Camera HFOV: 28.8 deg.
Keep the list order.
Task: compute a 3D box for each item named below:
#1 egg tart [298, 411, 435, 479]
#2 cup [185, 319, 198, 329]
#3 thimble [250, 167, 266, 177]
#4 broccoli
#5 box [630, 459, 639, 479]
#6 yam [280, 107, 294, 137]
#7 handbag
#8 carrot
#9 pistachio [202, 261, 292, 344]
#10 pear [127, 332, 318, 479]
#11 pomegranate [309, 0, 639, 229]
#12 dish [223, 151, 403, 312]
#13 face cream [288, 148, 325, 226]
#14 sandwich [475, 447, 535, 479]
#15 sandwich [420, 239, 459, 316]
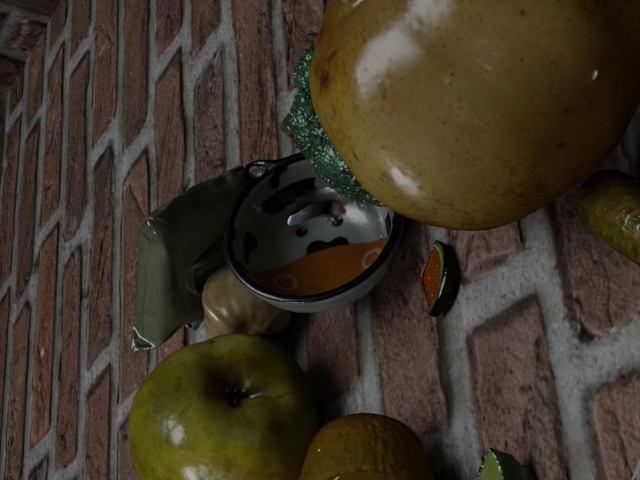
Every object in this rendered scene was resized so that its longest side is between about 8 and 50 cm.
[{"bbox_3d":[0.063,0.330,1.603,0.215,0.215,0.171,-56,18,34],"label":"egg tart"},{"bbox_3d":[-0.258,0.126,2.415,0.077,0.078,0.100,-3,110,57],"label":"cup"},{"bbox_3d":[-0.100,-0.082,2.212,0.110,0.062,0.084,-36,48,52],"label":"thimble"},{"bbox_3d":[0.086,-0.182,1.735,0.270,0.270,0.270,-50,13,-32],"label":"broccoli"},{"bbox_3d":[0.332,0.285,1.279,0.050,0.036,0.117,46,120,58],"label":"box"},{"bbox_3d":[-0.007,-0.225,2.101,0.146,0.070,0.069,-54,35,34],"label":"yam"},{"bbox_3d":[-0.219,0.025,2.131,0.109,0.253,0.315,35,136,27],"label":"handbag"},{"bbox_3d":[0.345,-0.018,1.346,0.173,0.082,0.082,48,120,50],"label":"carrot"},{"bbox_3d":[-0.124,0.105,2.076,0.229,0.157,0.157,-79,14,-64],"label":"pistachio"},{"bbox_3d":[-0.150,0.300,1.900,0.304,0.304,0.304,-34,49,52],"label":"pear"},{"bbox_3d":[0.171,-0.216,1.418,0.417,0.417,0.416,-34,49,52],"label":"pomegranate"},{"bbox_3d":[0.000,0.000,1.863,0.303,0.120,0.303,-9,54,12],"label":"dish"},{"bbox_3d":[-0.022,-0.083,2.057,0.075,0.075,0.229,25,101,62],"label":"face cream"},{"bbox_3d":[0.218,0.399,1.423,0.212,0.063,0.245,45,118,54],"label":"sandwich"},{"bbox_3d":[0.164,0.048,1.709,0.101,0.026,0.069,-99,31,-42],"label":"sandwich"}]
